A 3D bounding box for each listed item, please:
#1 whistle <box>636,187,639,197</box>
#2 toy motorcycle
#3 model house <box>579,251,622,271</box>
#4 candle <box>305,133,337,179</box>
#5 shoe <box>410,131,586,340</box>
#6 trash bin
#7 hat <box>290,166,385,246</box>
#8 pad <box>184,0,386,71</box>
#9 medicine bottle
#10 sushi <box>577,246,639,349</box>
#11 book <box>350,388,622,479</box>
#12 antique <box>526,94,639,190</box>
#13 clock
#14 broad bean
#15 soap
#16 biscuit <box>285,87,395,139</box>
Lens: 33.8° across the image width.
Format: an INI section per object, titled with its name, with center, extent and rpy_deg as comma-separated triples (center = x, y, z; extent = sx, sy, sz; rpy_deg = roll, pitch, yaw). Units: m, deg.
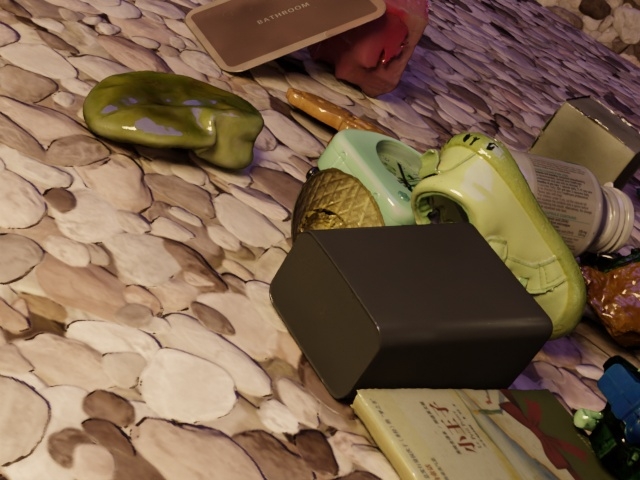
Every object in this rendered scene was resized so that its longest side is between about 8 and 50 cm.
[whistle]
center = 0.634, -0.041, 1.895
extent = 0.039, 0.039, 0.186
rpy_deg = 12, 32, -34
[toy motorcycle]
center = 0.412, 0.230, 1.068
extent = 0.331, 0.125, 0.196
rpy_deg = 35, 16, -20
[model house]
center = 0.398, 0.029, 1.496
extent = 0.083, 0.057, 0.058
rpy_deg = 54, -5, 43
[candle]
center = 0.011, -0.107, 1.365
extent = 0.026, 0.021, 0.167
rpy_deg = 30, 25, 0
[shoe]
center = 0.191, 0.005, 1.204
extent = 0.262, 0.128, 0.140
rpy_deg = 65, -16, -9
[trash bin]
center = 0.084, 0.069, 1.031
extent = 0.225, 0.115, 0.165
rpy_deg = 0, 43, -41
[hat]
center = 0.000, 0.000, 1.126
extent = 0.146, 0.067, 0.146
rpy_deg = 12, 73, -44
[pad]
center = -0.052, -0.331, 1.533
extent = 0.266, 0.002, 0.176
rpy_deg = -24, 50, -15
[medicine bottle]
center = 0.307, -0.041, 1.410
extent = 0.215, 0.135, 0.135
rpy_deg = 9, 32, -24
[sushi]
center = 0.421, 0.067, 1.363
extent = 0.287, 0.149, 0.140
rpy_deg = -5, 69, -18
[book]
center = 0.180, 0.213, 0.967
extent = 0.289, 0.026, 0.201
rpy_deg = 6, 37, -43
[antique]
center = 0.440, -0.143, 1.741
extent = 0.152, 0.148, 0.147
rpy_deg = 41, 28, 19
[clock]
center = 0.107, -0.061, 1.321
extent = 0.211, 0.066, 0.159
rpy_deg = 6, 41, -47
[broad bean]
center = -0.163, -0.141, 1.182
extent = 0.207, 0.072, 0.153
rpy_deg = 11, 26, -34
[soap]
center = 0.068, -0.386, 1.702
extent = 0.127, 0.220, 0.325
rpy_deg = 14, 30, -24
[biscuit]
center = 0.042, -0.162, 1.464
extent = 0.184, 0.027, 0.133
rpy_deg = 34, 15, 20
